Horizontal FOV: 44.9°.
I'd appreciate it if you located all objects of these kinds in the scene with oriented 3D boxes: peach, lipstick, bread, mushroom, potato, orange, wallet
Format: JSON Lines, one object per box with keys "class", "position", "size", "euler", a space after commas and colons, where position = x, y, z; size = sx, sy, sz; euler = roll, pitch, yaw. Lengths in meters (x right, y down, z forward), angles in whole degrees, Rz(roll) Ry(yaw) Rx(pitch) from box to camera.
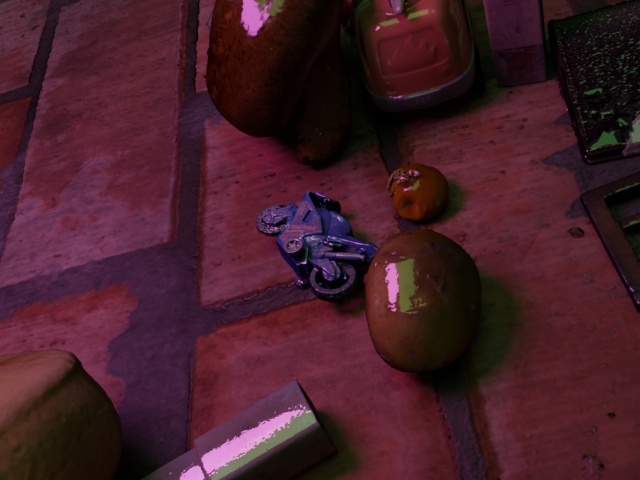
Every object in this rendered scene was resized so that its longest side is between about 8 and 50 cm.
{"class": "peach", "position": [0.071, -0.407, 1.336], "size": [0.098, 0.061, 0.098], "euler": [-6, 51, 8]}
{"class": "lipstick", "position": [0.247, -0.371, 1.021], "size": [0.076, 0.371, 0.079], "euler": [-2, 52, 20]}
{"class": "bread", "position": [-0.362, 0.254, 0.806], "size": [0.320, 0.237, 0.320], "euler": [-20, 19, 7]}
{"class": "mushroom", "position": [-0.057, -0.303, 1.124], "size": [0.239, 0.345, 0.345], "euler": [6, 42, -24]}
{"class": "potato", "position": [0.115, 0.062, 0.883], "size": [0.137, 0.137, 0.176], "euler": [-15, 50, 10]}
{"class": "orange", "position": [0.129, -0.069, 1.029], "size": [0.086, 0.062, 0.086], "euler": [-9, 50, 11]}
{"class": "wallet", "position": [0.435, -0.232, 1.040], "size": [0.221, 0.071, 0.262], "euler": [-11, 56, 13]}
{"class": "lipstick", "position": [-0.110, 0.255, 0.845], "size": [0.253, 0.079, 0.077], "euler": [-31, 47, -3]}

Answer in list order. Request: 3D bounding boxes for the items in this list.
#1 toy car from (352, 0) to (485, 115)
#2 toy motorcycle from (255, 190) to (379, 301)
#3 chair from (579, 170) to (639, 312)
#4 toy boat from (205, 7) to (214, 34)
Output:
{"class": "toy car", "position": [0.130, -0.330, 1.144], "size": [0.181, 0.212, 0.270], "euler": [-12, 48, 13]}
{"class": "toy motorcycle", "position": [0.000, 0.000, 1.022], "size": [0.114, 0.076, 0.205], "euler": [-31, 48, -14]}
{"class": "chair", "position": [0.497, -0.120, 0.799], "size": [0.416, 0.240, 0.203], "euler": [-19, 50, 6]}
{"class": "toy boat", "position": [-0.105, -0.443, 1.442], "size": [0.155, 0.085, 0.227], "euler": [22, 74, 44]}
